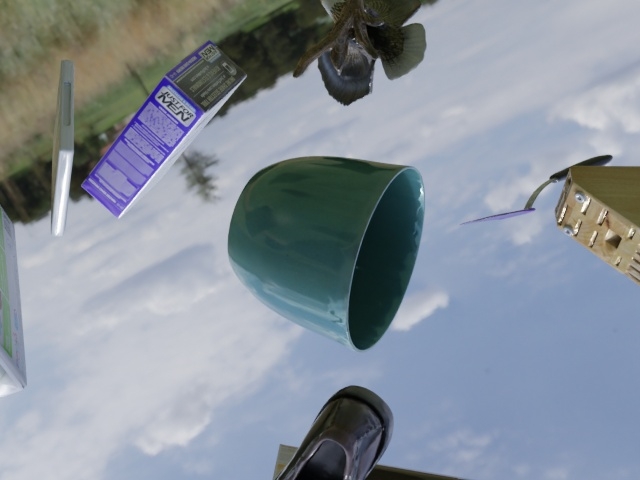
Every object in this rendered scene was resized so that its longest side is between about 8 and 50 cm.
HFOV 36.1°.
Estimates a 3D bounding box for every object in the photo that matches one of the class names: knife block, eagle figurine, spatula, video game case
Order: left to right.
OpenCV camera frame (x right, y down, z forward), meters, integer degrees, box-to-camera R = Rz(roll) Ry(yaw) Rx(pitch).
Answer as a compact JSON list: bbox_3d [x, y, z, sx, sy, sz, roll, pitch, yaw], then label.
[{"bbox_3d":[-0.368,-0.130,1.402,0.022,0.173,0.190,3,142,-17],"label":"video game case"},{"bbox_3d":[0.071,-0.365,1.713,0.226,0.225,0.298,-12,180,11],"label":"eagle figurine"},{"bbox_3d":[0.342,-0.077,1.488,0.296,0.030,0.084,-28,-175,-27],"label":"spatula"},{"bbox_3d":[0.448,-0.036,1.133,0.242,0.276,0.088,-39,154,-26],"label":"knife block"}]

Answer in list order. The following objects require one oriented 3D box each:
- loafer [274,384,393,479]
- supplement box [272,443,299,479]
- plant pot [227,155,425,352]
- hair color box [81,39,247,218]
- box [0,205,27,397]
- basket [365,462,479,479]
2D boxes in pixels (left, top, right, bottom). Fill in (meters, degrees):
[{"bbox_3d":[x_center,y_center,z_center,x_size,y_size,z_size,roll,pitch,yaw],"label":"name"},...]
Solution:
[{"bbox_3d":[-0.016,0.293,1.063,0.095,0.109,0.302,-35,151,-61],"label":"loafer"},{"bbox_3d":[-0.065,0.484,2.066,0.036,0.062,0.098,90,11,-65],"label":"supplement box"},{"bbox_3d":[0.000,0.000,1.524,0.235,0.292,0.293,16,-146,22],"label":"plant pot"},{"bbox_3d":[-0.301,-0.209,1.871,0.339,0.110,0.185,-41,-171,37],"label":"hair color box"},{"bbox_3d":[-0.416,0.013,1.029,0.127,0.231,0.262,-21,-133,-1],"label":"box"},{"bbox_3d":[0.116,0.391,1.370,0.227,0.204,0.154,-3,-138,28],"label":"basket"}]
